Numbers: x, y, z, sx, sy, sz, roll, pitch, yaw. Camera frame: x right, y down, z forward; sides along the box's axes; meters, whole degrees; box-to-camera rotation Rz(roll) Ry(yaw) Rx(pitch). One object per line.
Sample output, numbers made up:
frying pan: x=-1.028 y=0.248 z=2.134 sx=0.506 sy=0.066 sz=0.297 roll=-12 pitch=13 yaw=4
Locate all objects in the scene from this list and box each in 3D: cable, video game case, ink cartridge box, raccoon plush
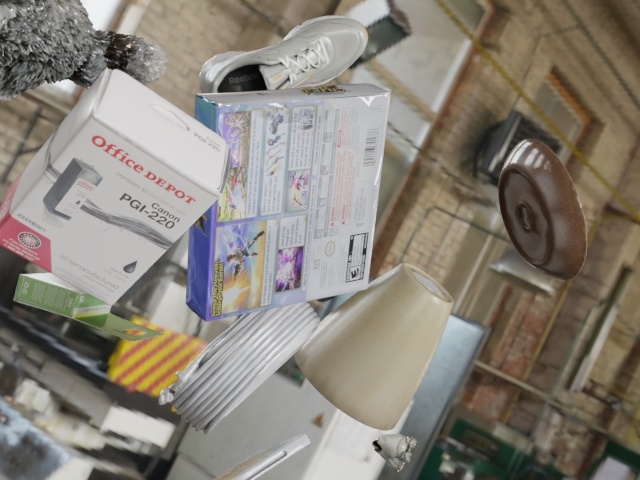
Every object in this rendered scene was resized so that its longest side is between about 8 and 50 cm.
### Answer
cable: x=-0.109 y=0.174 z=1.531 sx=0.089 sy=0.257 sz=0.257 roll=47 pitch=-3 yaw=5
video game case: x=-0.138 y=0.404 z=1.790 sx=0.023 sy=0.193 sz=0.212 roll=60 pitch=-33 yaw=4
ink cartridge box: x=-0.220 y=-0.051 z=1.092 sx=0.158 sy=0.218 sz=0.092 roll=32 pitch=34 yaw=-23
raccoon plush: x=-0.378 y=-0.368 z=1.539 sx=0.446 sy=0.216 sz=0.299 roll=-12 pitch=-10 yaw=-42
video game case: x=-0.041 y=-0.051 z=1.268 sx=0.244 sy=0.270 sz=0.061 roll=-10 pitch=26 yaw=-34
ink cartridge box: x=-0.408 y=0.116 z=1.871 sx=0.235 sy=0.056 sz=0.171 roll=16 pitch=2 yaw=11

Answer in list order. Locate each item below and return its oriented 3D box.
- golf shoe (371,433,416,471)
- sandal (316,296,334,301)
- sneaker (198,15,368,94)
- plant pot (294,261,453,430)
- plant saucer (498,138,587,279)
golf shoe: x=0.150 y=0.438 z=2.195 sx=0.086 sy=0.069 sz=0.176 roll=19 pitch=-23 yaw=5
sandal: x=0.001 y=-0.001 z=2.113 sx=0.097 sy=0.255 sz=0.054 roll=-12 pitch=16 yaw=-15
sneaker: x=-0.048 y=-0.252 z=1.522 sx=0.121 sy=0.262 sz=0.099 roll=-115 pitch=-177 yaw=-70
plant pot: x=0.129 y=0.186 z=2.047 sx=0.256 sy=0.274 sz=0.256 roll=35 pitch=14 yaw=-10
plant saucer: x=0.289 y=-0.037 z=1.397 sx=0.036 sy=0.199 sz=0.198 roll=-16 pitch=7 yaw=-14
